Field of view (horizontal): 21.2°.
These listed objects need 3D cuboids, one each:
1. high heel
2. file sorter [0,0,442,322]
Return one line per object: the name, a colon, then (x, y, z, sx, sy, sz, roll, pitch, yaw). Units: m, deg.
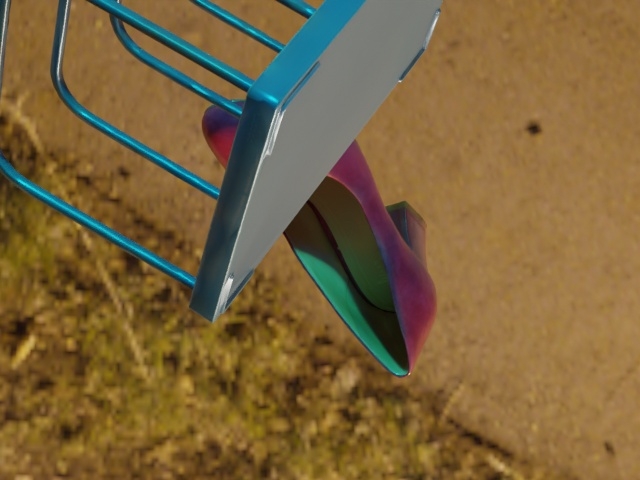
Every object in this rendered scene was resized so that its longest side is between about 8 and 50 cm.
high heel: (0.000, 0.000, 1.145, 0.082, 0.117, 0.244, -13, 148, 27)
file sorter: (-0.027, -0.084, 0.607, 0.104, 0.170, 0.118, 31, 142, 8)
